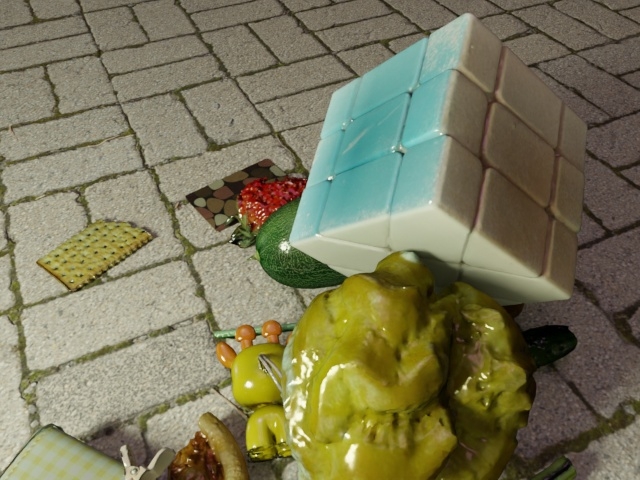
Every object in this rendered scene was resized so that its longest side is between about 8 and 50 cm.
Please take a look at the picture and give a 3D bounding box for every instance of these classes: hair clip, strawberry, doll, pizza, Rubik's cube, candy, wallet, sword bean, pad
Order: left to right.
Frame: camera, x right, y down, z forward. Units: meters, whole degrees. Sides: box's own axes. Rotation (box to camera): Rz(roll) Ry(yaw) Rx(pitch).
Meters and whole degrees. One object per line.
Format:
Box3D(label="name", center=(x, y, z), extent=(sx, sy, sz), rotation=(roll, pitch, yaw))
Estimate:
Box3D(label="wallet", center=(-0.305, 0.388, 0.754), extent=(0.309, 0.077, 0.223), rotation=(16, 53, 24))
Box3D(label="hair clip", center=(-0.259, 0.351, 0.708), extent=(0.072, 0.034, 0.226), rotation=(7, 49, 19))
Box3D(label="pizza", center=(-0.163, 0.367, 0.823), extent=(0.134, 0.056, 0.271), rotation=(1, 45, 1))
Box3D(label="pad", center=(-0.176, -0.110, 1.351), extent=(0.234, 0.003, 0.158), rotation=(-29, 51, -25))
Box3D(label="doll", center=(-0.086, 0.226, 0.910), extent=(0.142, 0.135, 0.221), rotation=(-8, 57, -4))
Box3D(label="strawberry", center=(-0.071, -0.082, 1.246), extent=(0.286, 0.106, 0.188), rotation=(-23, 52, -22))
Box3D(label="candy", center=(-0.032, 0.152, 1.041), extent=(0.323, 0.097, 0.097), rotation=(-8, 44, 4))
Box3D(label="Rubik's cube", center=(0.191, -0.090, 0.931), extent=(0.321, 0.318, 0.316), rotation=(-14, 53, 52))
Box3D(label="sword bean", center=(0.244, 0.375, 0.811), extent=(0.269, 0.038, 0.043), rotation=(-21, 54, -14))

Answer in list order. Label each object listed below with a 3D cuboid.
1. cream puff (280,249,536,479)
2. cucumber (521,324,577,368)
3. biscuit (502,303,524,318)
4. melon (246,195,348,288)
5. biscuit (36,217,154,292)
Box3D(label="cream puff", center=(0.135, 0.197, 0.781), extent=(0.275, 0.378, 0.378), rotation=(0, 39, 34))
Box3D(label="cucumber", center=(0.327, 0.193, 0.989), extent=(0.227, 0.069, 0.069), rotation=(-16, 46, -10))
Box3D(label="biscuit", center=(0.301, 0.093, 1.116), extent=(0.175, 0.026, 0.124), rotation=(25, 49, 24))
Box3D(label="melon", center=(0.000, 0.000, 1.107), extent=(0.287, 0.182, 0.182), rotation=(-11, 45, -13))
Box3D(label="biscuit", center=(-0.469, 0.018, 1.216), extent=(0.144, 0.016, 0.203), rotation=(28, 52, 26))
